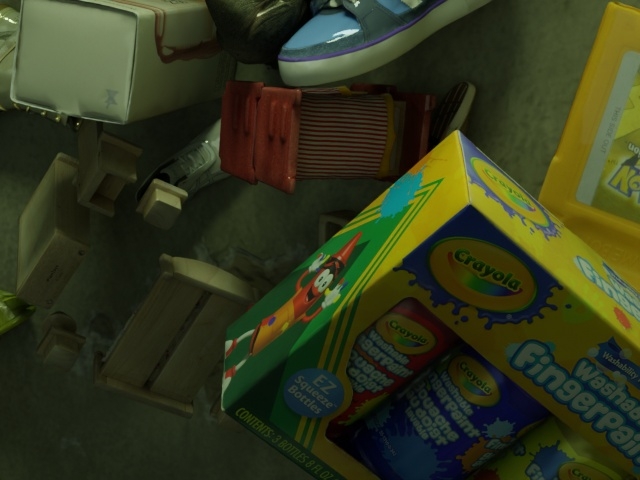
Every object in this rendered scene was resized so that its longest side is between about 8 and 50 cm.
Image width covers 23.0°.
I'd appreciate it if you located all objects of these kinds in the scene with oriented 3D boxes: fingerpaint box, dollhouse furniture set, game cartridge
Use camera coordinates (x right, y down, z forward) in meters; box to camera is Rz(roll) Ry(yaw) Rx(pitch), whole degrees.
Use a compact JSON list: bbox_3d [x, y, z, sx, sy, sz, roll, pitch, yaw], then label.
[{"bbox_3d":[0.177,0.160,1.740,0.445,0.163,0.371,40,114,-23],"label":"fingerpaint box"},{"bbox_3d":[-0.184,0.032,1.946,0.356,0.173,0.303,23,119,-24],"label":"dollhouse furniture set"},{"bbox_3d":[0.000,0.000,1.826,0.152,0.201,0.374,19,110,53],"label":"dollhouse furniture set"},{"bbox_3d":[0.407,-0.074,1.778,0.285,0.053,0.323,21,106,14],"label":"game cartridge"}]

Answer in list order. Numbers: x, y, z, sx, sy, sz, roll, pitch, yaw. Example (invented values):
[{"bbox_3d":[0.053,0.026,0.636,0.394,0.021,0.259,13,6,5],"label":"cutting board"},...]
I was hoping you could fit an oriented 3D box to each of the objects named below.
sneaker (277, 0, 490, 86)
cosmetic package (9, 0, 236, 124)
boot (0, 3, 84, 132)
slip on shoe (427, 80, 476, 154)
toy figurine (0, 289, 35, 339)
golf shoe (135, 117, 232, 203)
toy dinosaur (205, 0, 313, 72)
[{"bbox_3d":[0.058,-0.333,1.718,0.130,0.323,0.236,21,136,59],"label":"sneaker"},{"bbox_3d":[-0.218,-0.225,1.827,0.153,0.296,0.129,13,106,16],"label":"cosmetic package"},{"bbox_3d":[-0.386,-0.174,2.015,0.165,0.077,0.213,30,106,9],"label":"boot"},{"bbox_3d":[0.156,-0.123,1.861,0.041,0.051,0.135,18,101,-27],"label":"slip on shoe"},{"bbox_3d":[-0.586,0.092,2.084,0.363,0.191,0.217,-28,86,20],"label":"toy figurine"},{"bbox_3d":[-0.156,-0.091,1.948,0.176,0.086,0.069,-39,86,20],"label":"golf shoe"},{"bbox_3d":[-0.058,-0.257,1.764,0.121,0.313,0.160,17,102,12],"label":"toy dinosaur"}]
